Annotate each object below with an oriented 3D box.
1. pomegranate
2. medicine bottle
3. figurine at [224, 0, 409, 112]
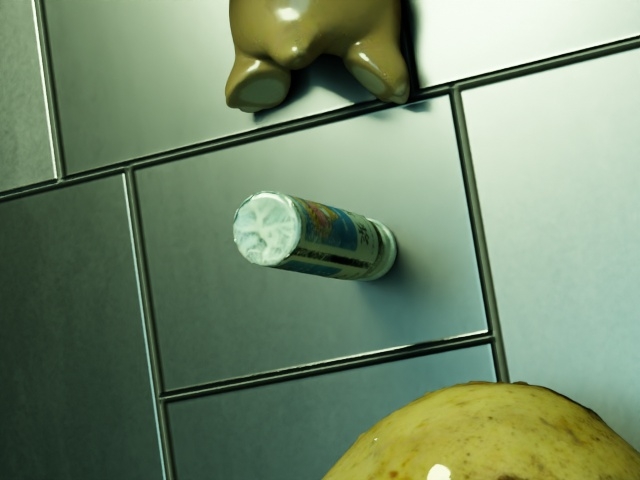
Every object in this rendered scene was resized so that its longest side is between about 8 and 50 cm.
[{"bbox_3d":[0.106,0.226,1.109,0.281,0.281,0.281,-2,84,22],"label":"pomegranate"},{"bbox_3d":[0.000,0.000,1.207,0.051,0.191,0.051,-2,84,21],"label":"medicine bottle"},{"bbox_3d":[-0.040,-0.226,1.255,0.177,0.173,0.247,-2,84,22],"label":"figurine"}]
